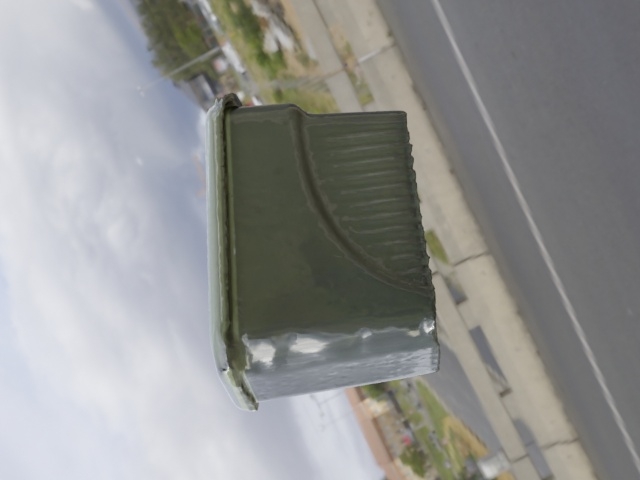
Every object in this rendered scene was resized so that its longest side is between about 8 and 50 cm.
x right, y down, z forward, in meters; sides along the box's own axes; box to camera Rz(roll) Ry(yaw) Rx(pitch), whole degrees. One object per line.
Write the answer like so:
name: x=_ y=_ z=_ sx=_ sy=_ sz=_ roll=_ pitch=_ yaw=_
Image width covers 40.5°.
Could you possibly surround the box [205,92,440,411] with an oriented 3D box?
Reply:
box: x=0.000 y=0.000 z=0.752 sx=0.138 sy=0.178 sz=0.274 roll=78 pitch=-173 yaw=-62
